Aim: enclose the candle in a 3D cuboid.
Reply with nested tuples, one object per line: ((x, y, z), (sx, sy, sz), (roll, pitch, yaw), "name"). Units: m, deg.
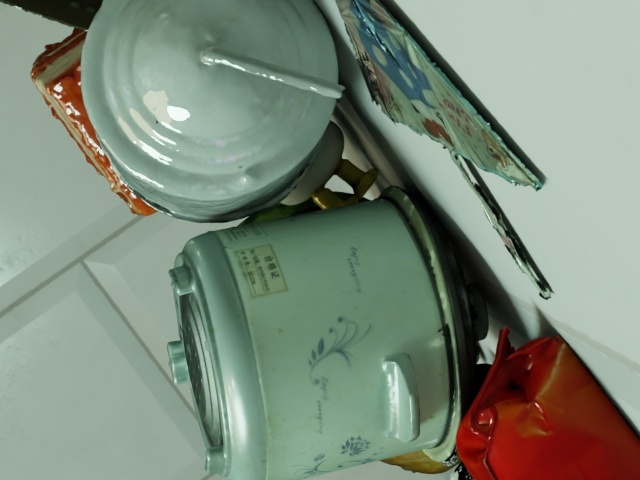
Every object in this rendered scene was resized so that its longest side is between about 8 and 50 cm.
((-0.097, -0.132, 1.077), (0.221, 0.221, 0.342), (55, 174, 2), "candle")

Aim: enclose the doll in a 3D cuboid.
((-0.076, -0.126, 1.298), (0.293, 0.138, 0.119), (36, 158, 9), "doll")

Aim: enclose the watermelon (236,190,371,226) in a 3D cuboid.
((0.002, 0.005, 1.361), (0.063, 0.245, 0.119), (61, 144, 42), "watermelon")

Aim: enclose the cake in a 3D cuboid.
((-0.238, -0.207, 1.772), (0.270, 0.269, 0.319), (56, 177, -18), "cake")

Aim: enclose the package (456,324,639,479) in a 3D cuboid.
((0.251, 0.269, 0.984), (0.423, 0.123, 0.196), (55, 179, 18), "package")

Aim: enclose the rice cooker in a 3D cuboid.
((0.013, 0.091, 1.157), (0.316, 0.316, 0.264), (-131, 33, -59), "rice cooker")

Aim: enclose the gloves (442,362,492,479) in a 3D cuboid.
((0.207, 0.236, 1.418), (0.127, 0.111, 0.212), (22, 154, 34), "gloves")

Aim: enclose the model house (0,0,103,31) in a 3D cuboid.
((-0.243, -0.373, 1.274), (0.243, 0.211, 0.204), (-91, 23, -43), "model house")

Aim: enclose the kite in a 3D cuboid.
((0.078, -0.085, 0.861), (0.314, 0.011, 0.335), (55, 177, -19), "kite")

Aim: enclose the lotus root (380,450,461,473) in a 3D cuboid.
((0.166, 0.248, 1.866), (0.188, 0.199, 0.180), (17, 160, -28), "lotus root")

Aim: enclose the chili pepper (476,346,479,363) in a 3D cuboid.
((0.151, 0.129, 1.457), (0.072, 0.073, 0.204), (34, 165, 38), "chili pepper")
